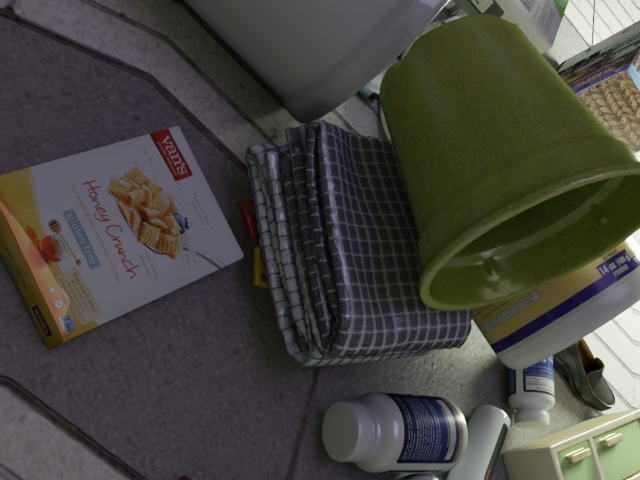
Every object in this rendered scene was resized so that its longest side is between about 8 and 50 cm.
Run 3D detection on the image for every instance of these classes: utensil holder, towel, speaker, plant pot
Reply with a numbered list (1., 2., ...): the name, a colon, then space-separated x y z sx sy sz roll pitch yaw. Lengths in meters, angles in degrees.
1. utensil holder: -0.046 -0.390 0.939 0.385 0.328 0.327 43 50 -17
2. towel: 0.056 0.000 0.936 0.235 0.121 0.283 1 72 -41
3. speaker: 0.210 0.290 1.057 0.055 0.055 0.136 47 48 -15
4. plant pot: 0.191 -0.098 0.869 0.276 0.276 0.253 1 58 -40

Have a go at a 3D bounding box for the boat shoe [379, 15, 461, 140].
1. boat shoe: 0.168 -0.253 1.217 0.098 0.096 0.277 35 53 -26

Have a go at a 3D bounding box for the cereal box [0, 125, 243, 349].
1. cereal box: -0.212 -0.013 0.828 0.240 0.047 0.173 -28 91 -43

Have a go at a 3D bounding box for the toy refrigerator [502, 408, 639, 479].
1. toy refrigerator: 0.400 0.331 1.174 0.270 0.094 0.102 -4 75 -41

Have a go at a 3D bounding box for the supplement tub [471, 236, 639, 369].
1. supplement tub: 0.269 -0.017 1.085 0.241 0.241 0.331 -22 75 -43

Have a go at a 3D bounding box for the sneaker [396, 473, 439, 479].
1. sneaker: 0.089 0.350 0.903 0.229 0.092 0.087 -33 93 -44

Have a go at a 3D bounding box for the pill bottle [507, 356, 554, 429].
1. pill bottle: 0.313 0.216 1.165 0.067 0.067 0.120 24 58 -32

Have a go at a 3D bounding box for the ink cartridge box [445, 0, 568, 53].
1. ink cartridge box: 0.313 -0.472 1.419 0.273 0.115 0.198 44 49 -18

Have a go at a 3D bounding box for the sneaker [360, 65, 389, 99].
1. sneaker: 0.085 -0.304 1.179 0.071 0.083 0.190 14 65 -38

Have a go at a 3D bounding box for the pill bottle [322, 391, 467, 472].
1. pill bottle: 0.089 0.232 0.949 0.169 0.094 0.094 12 65 -37

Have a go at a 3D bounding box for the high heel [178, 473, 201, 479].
1. high heel: -0.084 0.352 0.785 0.117 0.082 0.244 -43 98 -14

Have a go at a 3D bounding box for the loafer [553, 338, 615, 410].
1. loafer: 0.433 0.214 1.272 0.170 0.061 0.062 45 48 -18

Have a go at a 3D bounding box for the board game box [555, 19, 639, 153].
1. board game box: 0.528 -0.263 1.435 0.141 0.232 0.291 52 48 -11

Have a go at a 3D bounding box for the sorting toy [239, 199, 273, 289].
1. sorting toy: 0.000 0.000 1.003 0.275 0.046 0.132 -14 82 -43
